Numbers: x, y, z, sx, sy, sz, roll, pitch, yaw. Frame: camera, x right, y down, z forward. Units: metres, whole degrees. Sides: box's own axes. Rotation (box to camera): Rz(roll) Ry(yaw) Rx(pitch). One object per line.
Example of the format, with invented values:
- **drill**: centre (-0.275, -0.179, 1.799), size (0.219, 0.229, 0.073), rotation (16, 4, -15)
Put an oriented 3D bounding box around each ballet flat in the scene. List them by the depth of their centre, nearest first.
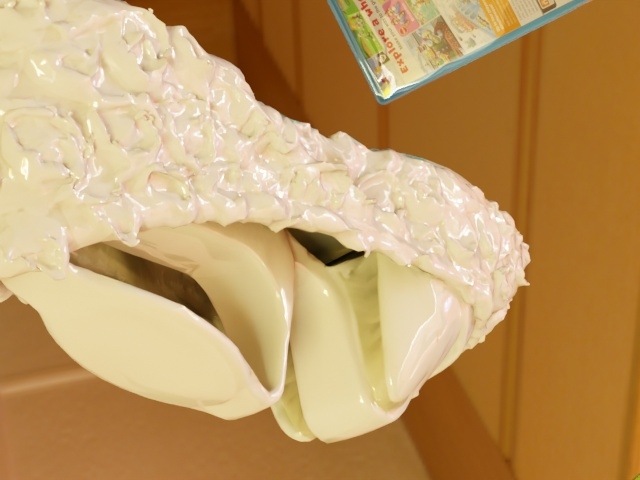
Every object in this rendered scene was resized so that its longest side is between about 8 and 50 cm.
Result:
- **ballet flat**: centre (-0.028, 0.019, 0.625), size (0.147, 0.147, 0.409), rotation (28, -177, 38)

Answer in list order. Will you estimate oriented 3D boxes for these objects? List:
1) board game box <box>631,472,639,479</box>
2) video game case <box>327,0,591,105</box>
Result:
- **board game box**: centre (0.201, 0.151, 0.849), size (0.181, 0.092, 0.043), rotation (-31, -111, -34)
- **video game case**: centre (0.081, -0.165, 0.822), size (0.166, 0.119, 0.015), rotation (-26, 179, 4)
